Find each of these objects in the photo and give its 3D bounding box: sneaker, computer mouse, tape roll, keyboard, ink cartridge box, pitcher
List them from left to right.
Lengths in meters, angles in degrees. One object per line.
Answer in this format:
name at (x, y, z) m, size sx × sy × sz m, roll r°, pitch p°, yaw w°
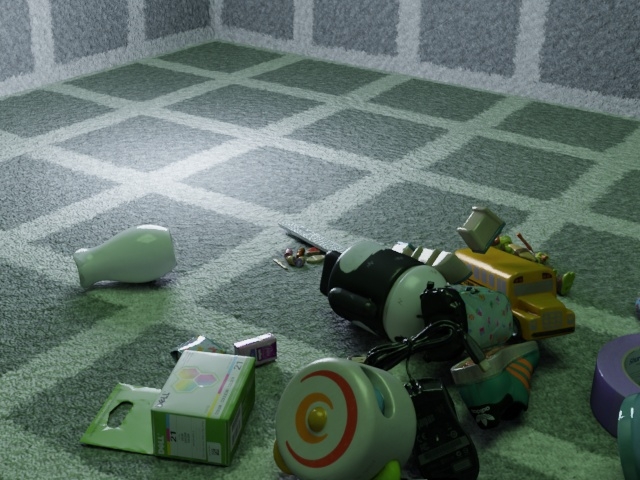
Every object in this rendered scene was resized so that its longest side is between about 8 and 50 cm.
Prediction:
pitcher at (-0.426, 0.033, 2.019) m, size 0.207 × 0.125 × 0.178 m, roll -13°, pitch 12°, yaw -6°
ink cartridge box at (-0.253, 0.269, 1.533) m, size 0.255 × 0.097 × 0.189 m, roll 6°, pitch 26°, yaw 7°
keyboard at (0.000, 0.000, 2.205) m, size 0.072 × 0.014 × 0.256 m, roll -7°, pitch 25°, yaw -41°
computer mouse at (0.202, 0.261, 1.465) m, size 0.184 × 0.060 × 0.262 m, roll -29°, pitch 72°, yaw -3°
sneaker at (0.320, 0.254, 1.614) m, size 0.108 × 0.121 × 0.302 m, roll -18°, pitch -6°, yaw 31°
tape roll at (0.619, 0.269, 1.599) m, size 0.275 × 0.090 × 0.275 m, roll 2°, pitch 25°, yaw -1°

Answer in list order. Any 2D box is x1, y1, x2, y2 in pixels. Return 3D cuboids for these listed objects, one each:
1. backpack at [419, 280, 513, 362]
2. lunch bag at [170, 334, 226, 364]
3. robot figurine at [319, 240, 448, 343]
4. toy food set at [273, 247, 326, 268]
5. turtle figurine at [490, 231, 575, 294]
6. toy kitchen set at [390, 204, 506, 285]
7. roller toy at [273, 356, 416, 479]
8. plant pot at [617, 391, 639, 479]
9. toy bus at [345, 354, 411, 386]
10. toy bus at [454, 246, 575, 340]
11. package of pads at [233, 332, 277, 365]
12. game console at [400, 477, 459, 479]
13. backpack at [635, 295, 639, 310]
backpack at (0.273, 0.150, 1.698) m, size 0.115 × 0.152 × 0.182 m, roll 3°, pitch 4°, yaw 42°
lunch bag at (-0.228, 0.216, 1.700) m, size 0.083 × 0.053 × 0.071 m, roll 31°, pitch 39°, yaw 30°
robot figurine at (0.126, 0.105, 1.825) m, size 0.278 × 0.173 × 0.209 m, roll 23°, pitch 60°, yaw 38°
toy food set at (-0.045, 0.034, 2.134) m, size 0.122 × 0.019 × 0.078 m, roll -15°, pitch 30°, yaw -32°
turtle figurine at (0.449, 0.042, 2.047) m, size 0.269 × 0.087 × 0.217 m, roll 25°, pitch 13°, yaw -41°
toy kitchen set at (0.275, 0.017, 1.901) m, size 0.166 × 0.122 × 0.207 m, roll -53°, pitch 27°, yaw -13°
roller toy at (0.032, 0.278, 1.383) m, size 0.209 × 0.191 × 0.146 m, roll 6°, pitch -12°, yaw 42°
plant pot at (0.561, 0.304, 1.343) m, size 0.196 × 0.293 × 0.293 m, roll -14°, pitch 14°, yaw 35°
toy bus at (0.070, 0.253, 1.578) m, size 0.202 × 0.104 × 0.191 m, roll 19°, pitch 30°, yaw 31°
toy bus at (0.383, 0.104, 1.846) m, size 0.108 × 0.130 × 0.333 m, roll -6°, pitch 11°, yaw -16°
package of pads at (-0.123, 0.210, 1.720) m, size 0.083 × 0.050 × 0.032 m, roll -14°, pitch 24°, yaw -29°
game console at (0.263, 0.424, 1.301) m, size 0.361 × 0.044 × 0.213 m, roll 0°, pitch 27°, yaw -2°
backpack at (0.742, 0.125, 1.881) m, size 0.158 × 0.117 × 0.173 m, roll 0°, pitch 22°, yaw -5°
